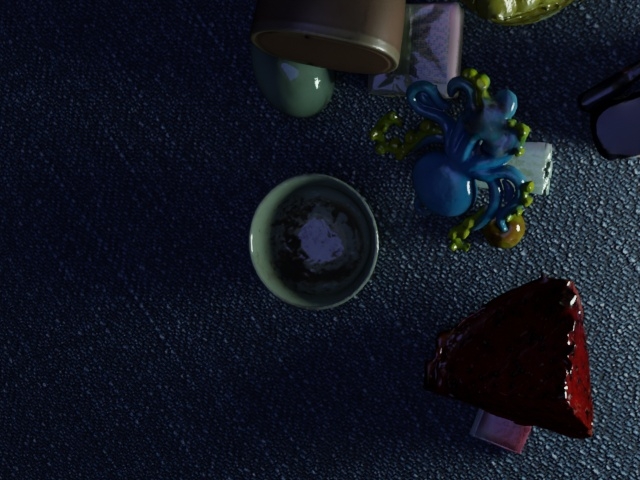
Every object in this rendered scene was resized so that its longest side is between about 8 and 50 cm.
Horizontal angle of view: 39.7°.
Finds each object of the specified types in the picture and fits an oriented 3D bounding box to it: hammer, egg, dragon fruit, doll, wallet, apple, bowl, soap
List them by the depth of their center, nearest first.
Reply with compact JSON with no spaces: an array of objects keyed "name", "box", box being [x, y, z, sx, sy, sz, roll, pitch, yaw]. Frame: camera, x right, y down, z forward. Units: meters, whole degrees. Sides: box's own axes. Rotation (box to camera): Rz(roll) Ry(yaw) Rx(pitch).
[{"name":"hammer","box":[0.644,-0.355,1.782,0.290,0.037,0.137,-33,87,15]},{"name":"doll","box":[0.284,-0.175,1.798,0.346,0.099,0.341,42,124,4]},{"name":"soap","box":[0.200,-0.395,1.843,0.182,0.138,0.199,4,96,16]},{"name":"dragon fruit","box":[0.404,0.250,1.852,0.329,0.228,0.286,-11,58,33]},{"name":"apple","box":[0.383,-0.028,1.860,0.090,0.074,0.089,1,93,16]},{"name":"egg","box":[-0.061,-0.373,1.898,0.168,0.168,0.230,-24,89,15]},{"name":"wallet","box":[0.415,0.334,1.908,0.119,0.025,0.232,21,99,13]},{"name":"bowl","box":[0.000,0.000,1.927,0.289,0.146,0.289,1,93,15]}]

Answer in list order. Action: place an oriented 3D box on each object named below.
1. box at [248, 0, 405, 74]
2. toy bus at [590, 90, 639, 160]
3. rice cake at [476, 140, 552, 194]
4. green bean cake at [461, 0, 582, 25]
[{"name":"box","box":[0.021,-0.454,1.682,0.301,0.301,0.216,8,89,14]},{"name":"toy bus","box":[0.683,-0.239,1.725,0.303,0.147,0.127,-12,92,17]},{"name":"rice cake","box":[0.380,-0.162,1.869,0.211,0.038,0.124,4,95,14]},{"name":"green bean cake","box":[0.392,-0.548,1.745,0.310,0.285,0.202,-16,128,-7]}]
